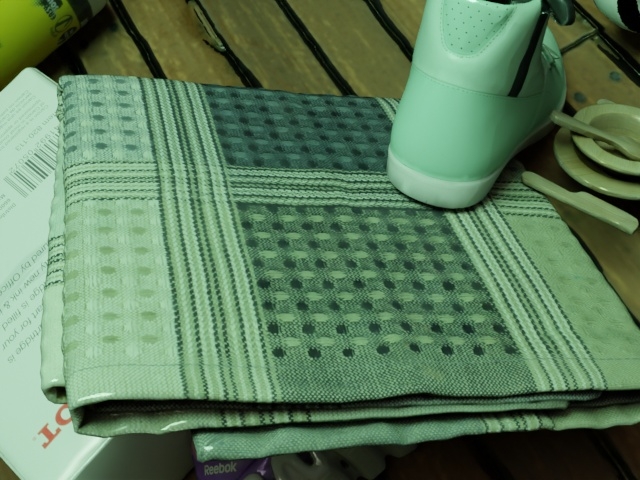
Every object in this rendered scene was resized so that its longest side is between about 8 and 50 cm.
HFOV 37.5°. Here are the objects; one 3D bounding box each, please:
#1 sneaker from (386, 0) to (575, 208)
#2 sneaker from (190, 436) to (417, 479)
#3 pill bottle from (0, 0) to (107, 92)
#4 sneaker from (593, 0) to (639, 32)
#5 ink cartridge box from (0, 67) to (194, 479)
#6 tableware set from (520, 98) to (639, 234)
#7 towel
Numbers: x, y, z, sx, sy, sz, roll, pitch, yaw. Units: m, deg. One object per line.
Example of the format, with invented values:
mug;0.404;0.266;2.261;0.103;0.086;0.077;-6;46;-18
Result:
sneaker;0.125;-0.139;0.609;0.094;0.151;0.256;22;36;12
sneaker;0.011;0.097;0.592;0.236;0.095;0.104;-39;50;-6
pill bottle;-0.361;-0.174;0.800;0.334;0.188;0.188;-43;58;-9
sneaker;0.267;-0.316;0.740;0.323;0.130;0.236;-44;49;-5
ink cartridge box;-0.173;0.036;0.663;0.283;0.117;0.207;35;75;30
tableware set;0.241;-0.041;0.591;0.194;0.039;0.128;29;47;24
towel;0.000;0.000;0.554;0.312;0.056;0.324;2;34;-16
